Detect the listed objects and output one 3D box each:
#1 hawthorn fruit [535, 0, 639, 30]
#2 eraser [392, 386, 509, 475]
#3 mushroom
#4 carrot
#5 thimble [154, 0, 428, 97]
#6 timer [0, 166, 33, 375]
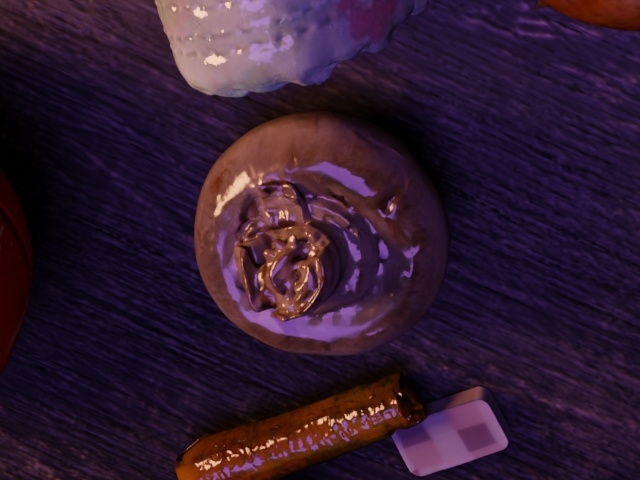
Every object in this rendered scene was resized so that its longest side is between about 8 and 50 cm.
[{"bbox_3d":[0.220,-0.266,1.037,0.277,0.277,0.298,31,138,-5],"label":"hawthorn fruit"},{"bbox_3d":[0.126,0.186,1.410,0.105,0.026,0.065,-20,114,20],"label":"eraser"},{"bbox_3d":[0.000,0.000,1.256,0.226,0.178,0.227,2,108,7],"label":"mushroom"},{"bbox_3d":[-0.021,0.193,1.417,0.260,0.070,0.070,-22,110,20],"label":"carrot"},{"bbox_3d":[-0.029,-0.216,1.148,0.211,0.185,0.149,-16,115,3],"label":"thimble"},{"bbox_3d":[-0.445,0.021,1.276,0.377,0.279,0.378,0,139,0],"label":"timer"}]
